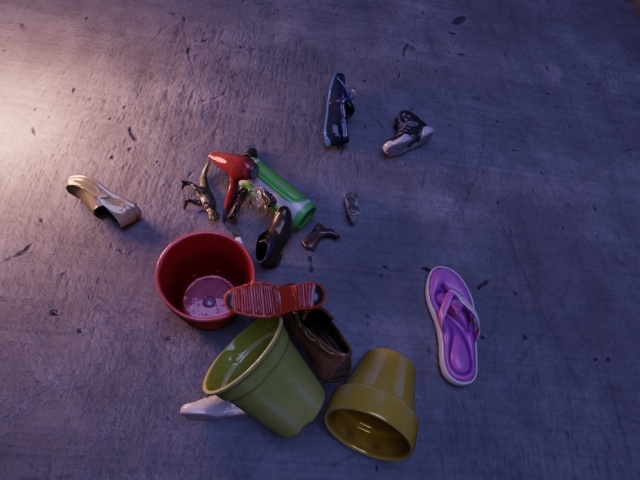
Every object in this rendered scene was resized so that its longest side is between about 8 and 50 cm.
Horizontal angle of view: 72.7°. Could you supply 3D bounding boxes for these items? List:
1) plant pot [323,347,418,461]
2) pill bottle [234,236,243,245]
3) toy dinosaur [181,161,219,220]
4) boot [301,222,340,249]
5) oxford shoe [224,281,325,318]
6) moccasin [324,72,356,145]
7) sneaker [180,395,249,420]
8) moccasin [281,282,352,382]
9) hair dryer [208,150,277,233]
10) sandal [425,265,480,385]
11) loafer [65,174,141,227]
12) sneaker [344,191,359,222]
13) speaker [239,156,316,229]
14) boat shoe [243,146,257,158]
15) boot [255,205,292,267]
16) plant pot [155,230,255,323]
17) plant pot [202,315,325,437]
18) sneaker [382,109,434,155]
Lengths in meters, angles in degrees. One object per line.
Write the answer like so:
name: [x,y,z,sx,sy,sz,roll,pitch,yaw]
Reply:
plant pot: [0.168,0.451,1.248,0.254,0.254,0.239,27,47,4]
pill bottle: [-0.320,0.028,1.465,0.116,0.065,0.065,-19,68,-19]
toy dinosaur: [-0.433,-0.167,1.552,0.118,0.064,0.268,-6,62,-21]
boot: [0.000,0.000,1.555,0.106,0.037,0.114,27,57,19]
oxford shoe: [-0.127,0.166,1.184,0.271,0.098,0.097,2,74,-18]
moccasin: [0.088,-0.537,1.810,0.116,0.138,0.342,4,74,7]
sneaker: [-0.290,0.460,1.246,0.212,0.080,0.094,5,57,-19]
moccasin: [-0.024,0.243,1.302,0.139,0.147,0.380,3,29,-26]
hair dryer: [-0.301,-0.191,1.492,0.223,0.080,0.294,-31,79,16]
sandal: [0.466,0.270,1.466,0.169,0.102,0.416,1,62,-10]
loafer: [-0.736,-0.128,1.447,0.268,0.102,0.092,25,55,2]
sneaker: [0.116,-0.126,1.638,0.053,0.061,0.152,3,43,-1]
speaker: [-0.162,-0.169,1.563,0.296,0.131,0.131,40,63,11]
boat shoe: [-0.277,-0.310,1.664,0.048,0.042,0.133,21,60,3]
boot: [-0.154,-0.014,1.444,0.082,0.106,0.219,14,89,16]
plant pot: [-0.334,0.146,1.299,0.274,0.243,0.275,5,62,-9]
plant pot: [-0.131,0.385,1.190,0.254,0.276,0.276,50,62,-14]
sneaker: [0.338,-0.454,1.825,0.268,0.101,0.153,-25,69,-27]
